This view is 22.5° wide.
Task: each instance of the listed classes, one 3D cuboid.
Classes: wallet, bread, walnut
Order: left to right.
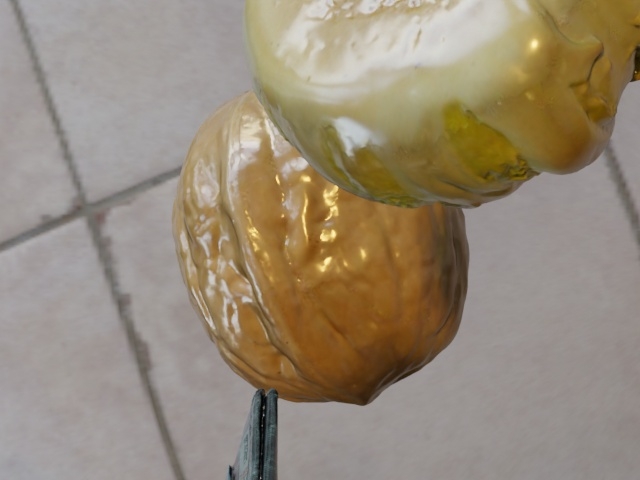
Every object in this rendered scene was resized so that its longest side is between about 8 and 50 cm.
[{"bbox_3d":[-0.047,0.159,0.990,0.026,0.129,0.088,14,117,-8],"label":"wallet"},{"bbox_3d":[0.000,0.000,1.222,0.225,0.225,0.261,-18,78,17],"label":"walnut"},{"bbox_3d":[0.064,-0.108,0.612,0.213,0.105,0.213,-20,56,32],"label":"bread"}]
